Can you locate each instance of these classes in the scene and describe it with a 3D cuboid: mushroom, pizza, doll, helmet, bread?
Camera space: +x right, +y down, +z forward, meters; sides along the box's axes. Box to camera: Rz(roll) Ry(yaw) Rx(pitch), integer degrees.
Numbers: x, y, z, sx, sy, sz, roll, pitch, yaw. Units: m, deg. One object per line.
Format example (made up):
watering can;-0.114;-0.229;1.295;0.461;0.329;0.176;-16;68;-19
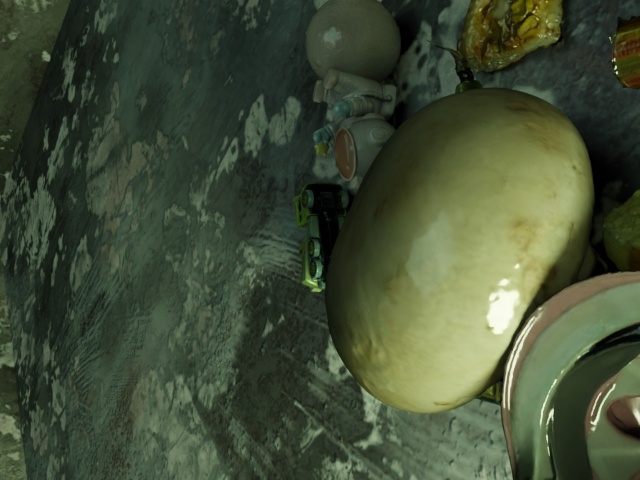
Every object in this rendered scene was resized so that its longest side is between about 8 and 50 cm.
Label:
mushroom;0.170;0.021;0.808;0.362;0.295;0.362;-157;90;-83
pizza;0.238;-0.281;0.919;0.161;0.063;0.182;53;123;43
doll;0.059;-0.211;1.099;0.151;0.151;0.287;-20;74;51
helmet;0.319;0.188;0.595;0.271;0.197;0.338;-51;50;28
bread;0.341;-0.011;0.673;0.156;0.125;0.086;-43;38;11

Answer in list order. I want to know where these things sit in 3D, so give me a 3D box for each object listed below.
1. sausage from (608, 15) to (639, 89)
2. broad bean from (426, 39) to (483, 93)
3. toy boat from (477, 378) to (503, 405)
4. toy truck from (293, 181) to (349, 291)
sausage;0.430;-0.209;0.631;0.372;0.082;0.082;-7;78;52
broad bean;0.145;-0.097;1.002;0.098;0.056;0.317;30;115;37
toy boat;0.173;0.161;0.925;0.046;0.080;0.229;-53;28;-18
toy truck;0.000;0.000;1.183;0.100;0.077;0.168;143;123;-61
